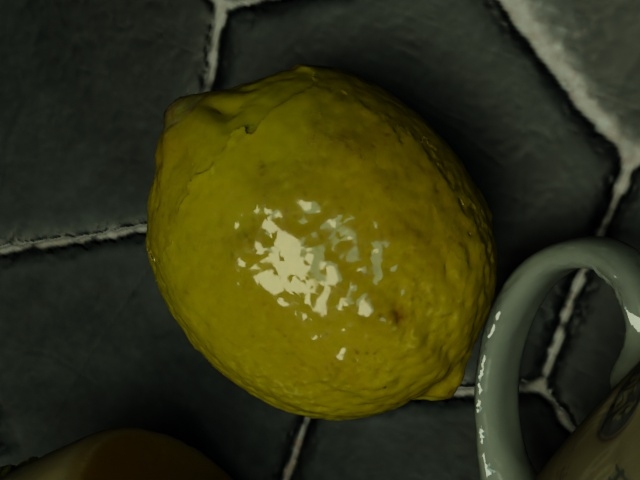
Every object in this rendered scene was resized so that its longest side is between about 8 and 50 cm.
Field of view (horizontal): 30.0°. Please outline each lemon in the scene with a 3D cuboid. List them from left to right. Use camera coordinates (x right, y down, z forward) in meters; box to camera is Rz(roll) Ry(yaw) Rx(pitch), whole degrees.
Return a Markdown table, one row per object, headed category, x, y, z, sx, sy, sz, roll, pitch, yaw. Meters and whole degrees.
| category | x | y | z | sx | sy | sz | roll | pitch | yaw |
| --- | --- | --- | --- | --- | --- | --- | --- | --- | --- |
| lemon | 0.003 | 0.001 | 0.636 | 0.193 | 0.180 | 0.180 | 27 | 115 | 15 |

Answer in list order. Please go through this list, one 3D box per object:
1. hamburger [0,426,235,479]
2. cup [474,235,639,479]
| category | x | y | z | sx | sy | sz | roll | pitch | yaw |
| --- | --- | --- | --- | --- | --- | --- | --- | --- | --- |
| hamburger | -0.115 | 0.253 | 0.707 | 0.176 | 0.300 | 0.300 | -39 | 91 | 14 |
| cup | 0.168 | 0.152 | 0.615 | 0.257 | 0.227 | 0.301 | -46 | 65 | 31 |
